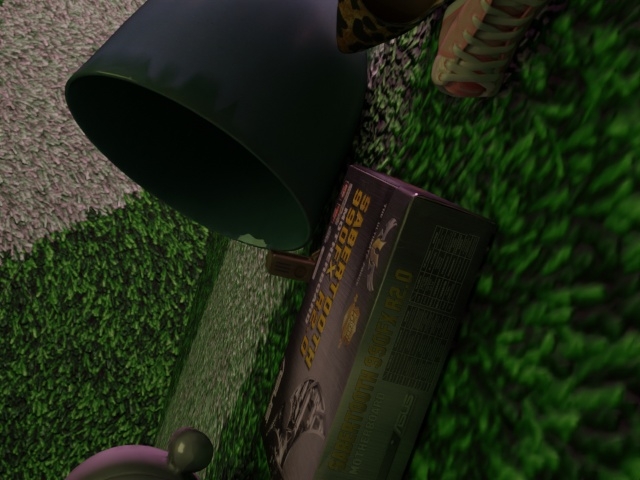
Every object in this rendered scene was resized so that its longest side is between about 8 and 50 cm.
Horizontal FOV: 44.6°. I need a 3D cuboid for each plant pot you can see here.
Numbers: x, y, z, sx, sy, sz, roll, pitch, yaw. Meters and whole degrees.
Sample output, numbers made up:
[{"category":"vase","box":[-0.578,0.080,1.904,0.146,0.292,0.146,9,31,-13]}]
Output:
[{"category":"plant pot","box":[-0.083,-0.166,0.846,0.235,0.293,0.293,-60,8,-19]}]

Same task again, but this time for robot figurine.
[{"category":"robot figurine","box":[-0.206,0.339,0.849,0.300,0.200,0.353,-64,10,-9]}]

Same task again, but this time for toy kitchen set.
[{"category":"toy kitchen set","box":[0.000,0.000,0.695,0.068,0.075,0.083,-122,46,-73]}]

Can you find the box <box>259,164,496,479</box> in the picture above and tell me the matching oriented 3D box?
[{"category":"box","box":[0.025,0.071,0.536,0.183,0.056,0.231,-127,55,-76]}]

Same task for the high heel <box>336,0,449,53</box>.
[{"category":"high heel","box":[0.062,-0.195,0.620,0.261,0.093,0.186,-43,22,50]}]

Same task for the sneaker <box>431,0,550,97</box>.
[{"category":"sneaker","box":[0.105,-0.126,0.470,0.134,0.051,0.070,145,139,-76]}]
